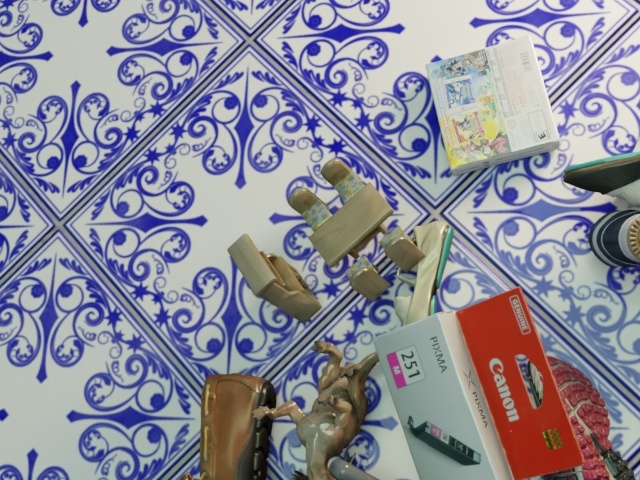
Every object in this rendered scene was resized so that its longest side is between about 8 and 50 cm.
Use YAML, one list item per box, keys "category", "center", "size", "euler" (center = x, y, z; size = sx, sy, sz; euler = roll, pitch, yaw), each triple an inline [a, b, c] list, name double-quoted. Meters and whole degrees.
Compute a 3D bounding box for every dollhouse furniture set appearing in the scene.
- category: "dollhouse furniture set"
  center: [0.000, 0.000, 1.539]
  size: [0.242, 0.161, 0.212]
  euler: [-42, 54, 8]

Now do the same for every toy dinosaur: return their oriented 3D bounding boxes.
- category: "toy dinosaur"
  center: [0.025, 0.289, 1.494]
  size: [0.127, 0.200, 0.296]
  euler: [6, 43, 40]

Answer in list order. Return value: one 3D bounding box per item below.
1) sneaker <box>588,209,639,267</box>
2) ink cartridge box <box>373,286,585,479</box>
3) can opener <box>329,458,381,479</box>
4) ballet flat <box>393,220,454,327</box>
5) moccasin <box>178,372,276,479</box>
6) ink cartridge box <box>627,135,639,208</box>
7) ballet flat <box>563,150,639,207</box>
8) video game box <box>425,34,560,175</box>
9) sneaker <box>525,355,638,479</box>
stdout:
- category: "sneaker"
  center: [0.554, 0.000, 1.466]
  size: [0.282, 0.153, 0.099]
  euler: [4, 87, -17]
- category: "ink cartridge box"
  center: [0.226, 0.234, 1.393]
  size: [0.239, 0.060, 0.275]
  euler: [-26, 76, 34]
- category: "can opener"
  center: [0.125, 0.411, 1.399]
  size: [0.280, 0.093, 0.074]
  euler: [33, 79, -16]
- category: "ballet flat"
  center: [0.160, 0.083, 1.546]
  size: [0.086, 0.086, 0.248]
  euler: [6, 67, 16]
- category: "moccasin"
  center: [-0.169, 0.398, 1.508]
  size: [0.147, 0.139, 0.380]
  euler: [1, 75, 15]
- category: "ink cartridge box"
  center: [0.535, -0.116, 1.501]
  size: [0.090, 0.092, 0.143]
  euler: [24, 83, 18]
- category: "ballet flat"
  center: [0.508, -0.106, 1.410]
  size: [0.280, 0.095, 0.096]
  euler: [-19, 85, 8]
- category: "video game box"
  center: [0.291, -0.229, 1.618]
  size: [0.187, 0.048, 0.205]
  euler: [-13, 72, 8]
- category: "sneaker"
  center: [0.370, 0.310, 1.416]
  size: [0.112, 0.121, 0.299]
  euler: [-44, 51, 41]
